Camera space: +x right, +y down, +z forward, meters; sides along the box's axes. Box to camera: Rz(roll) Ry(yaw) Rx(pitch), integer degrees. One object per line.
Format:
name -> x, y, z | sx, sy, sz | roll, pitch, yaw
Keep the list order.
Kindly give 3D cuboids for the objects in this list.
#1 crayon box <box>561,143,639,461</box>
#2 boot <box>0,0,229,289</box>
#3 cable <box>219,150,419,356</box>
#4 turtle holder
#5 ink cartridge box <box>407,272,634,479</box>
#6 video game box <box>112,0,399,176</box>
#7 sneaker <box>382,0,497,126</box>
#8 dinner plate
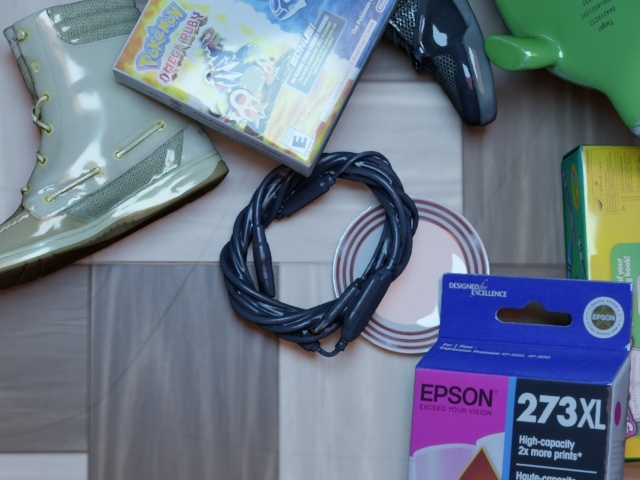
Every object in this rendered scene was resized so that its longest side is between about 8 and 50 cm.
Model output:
crayon box -> 0.306, 0.055, 1.428 | 0.165, 0.081, 0.278 | -1, 84, -4
boot -> -0.235, -0.085, 1.389 | 0.262, 0.095, 0.203 | -27, 87, -13
cable -> 0.000, 0.000, 1.420 | 0.150, 0.047, 0.184 | 29, 87, 15
turtle holder -> 0.284, -0.240, 1.367 | 0.227, 0.243, 0.320 | -10, 50, -38
ink cartridge box -> 0.163, 0.213, 1.365 | 0.175, 0.069, 0.371 | 3, 84, 24
video game box -> -0.046, -0.186, 1.364 | 0.187, 0.048, 0.205 | 26, 80, 4
sneaker -> 0.069, -0.189, 1.437 | 0.130, 0.087, 0.228 | -24, 83, -5
dinner plate -> 0.080, 0.031, 1.445 | 0.141, 0.017, 0.141 | 1, 83, -5
